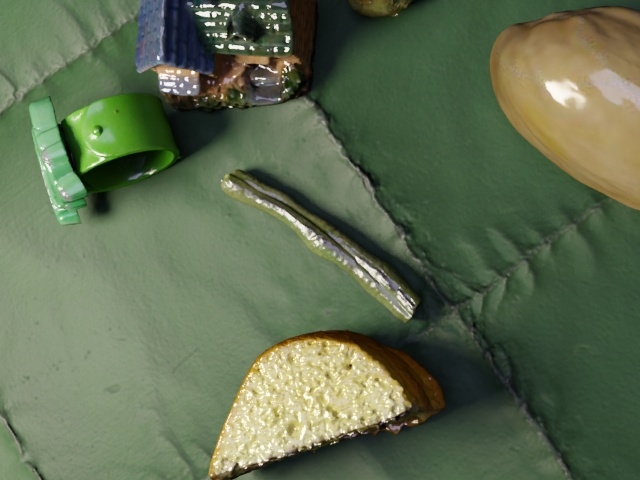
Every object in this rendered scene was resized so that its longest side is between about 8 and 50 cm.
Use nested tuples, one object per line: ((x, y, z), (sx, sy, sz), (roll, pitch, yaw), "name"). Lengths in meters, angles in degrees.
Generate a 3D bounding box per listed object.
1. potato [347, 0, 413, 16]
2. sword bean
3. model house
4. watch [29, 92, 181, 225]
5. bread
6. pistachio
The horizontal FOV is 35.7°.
((0.091, -0.332, 1.092), (0.105, 0.085, 0.188), (30, 96, 15), "potato")
((0.000, -0.001, 1.107), (0.269, 0.038, 0.043), (35, 68, 12), "sword bean")
((-0.108, -0.237, 1.080), (0.183, 0.172, 0.166), (3, 85, 11), "model house")
((-0.245, -0.108, 1.127), (0.152, 0.165, 0.131), (-20, 80, -15), "watch")
((-0.011, 0.163, 1.050), (0.260, 0.129, 0.134), (-23, 74, 8), "bread")
((0.302, -0.133, 0.993), (0.293, 0.162, 0.181), (34, 123, 13), "pistachio")
